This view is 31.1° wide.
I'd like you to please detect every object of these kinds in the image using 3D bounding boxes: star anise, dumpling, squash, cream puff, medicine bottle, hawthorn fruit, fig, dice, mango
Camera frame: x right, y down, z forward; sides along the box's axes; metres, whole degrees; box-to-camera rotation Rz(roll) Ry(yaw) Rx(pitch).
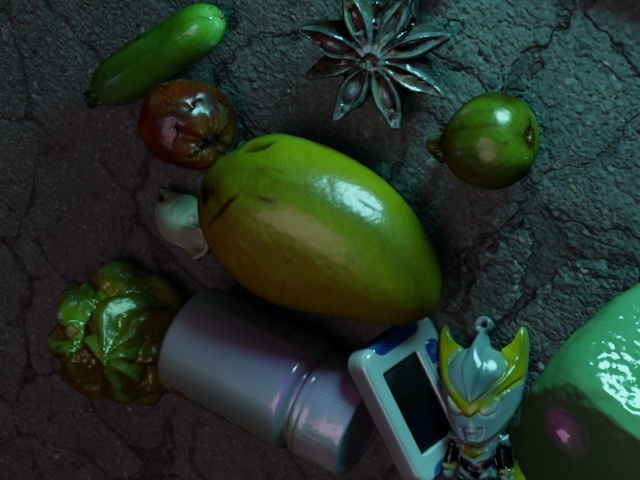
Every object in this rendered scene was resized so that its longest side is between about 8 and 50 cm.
[{"bbox_3d":[0.087,-0.296,1.791,0.236,0.109,0.223,10,126,11],"label":"star anise"},{"bbox_3d":[-0.251,-0.015,2.153,0.169,0.100,0.134,21,136,27],"label":"dumpling"},{"bbox_3d":[-0.306,-0.319,2.048,0.379,0.101,0.101,-21,98,40],"label":"squash"},{"bbox_3d":[-0.416,0.207,2.269,0.324,0.257,0.291,21,117,25],"label":"cream puff"},{"bbox_3d":[-0.084,0.252,2.086,0.388,0.219,0.219,23,122,23],"label":"medicine bottle"},{"bbox_3d":[-0.234,-0.212,2.014,0.173,0.179,0.173,-5,123,-7],"label":"hawthorn fruit"},{"bbox_3d":[0.237,-0.156,1.733,0.186,0.148,0.142,12,113,27],"label":"fig"},{"bbox_3d":[0.486,0.271,1.595,0.318,0.322,0.330,42,145,31],"label":"dice"},{"bbox_3d":[0.000,0.000,1.915,0.445,0.220,0.301,34,124,13],"label":"mango"}]

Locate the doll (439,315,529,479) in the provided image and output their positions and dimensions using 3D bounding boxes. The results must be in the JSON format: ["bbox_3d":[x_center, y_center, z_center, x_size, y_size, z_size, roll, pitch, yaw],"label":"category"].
[{"bbox_3d":[0.259,0.283,1.900,0.145,0.103,0.316,-6,81,55],"label":"doll"}]

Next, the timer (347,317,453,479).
[{"bbox_3d":[0.158,0.270,1.959,0.078,0.178,0.253,-15,102,55],"label":"timer"}]

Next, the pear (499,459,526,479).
[{"bbox_3d":[0.440,0.496,1.864,0.386,0.191,0.340,-15,102,38],"label":"pear"}]
